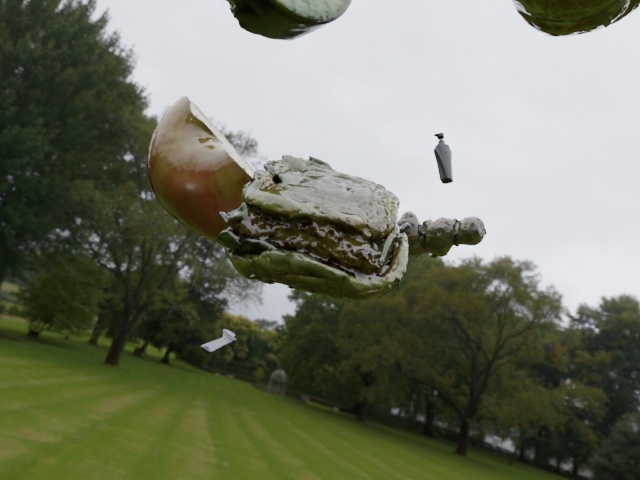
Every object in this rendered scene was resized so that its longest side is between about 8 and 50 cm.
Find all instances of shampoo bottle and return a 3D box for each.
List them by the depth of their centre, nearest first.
[{"bbox_3d":[0.307,-0.207,1.428,0.048,0.137,0.027,7,-26,-18],"label":"shampoo bottle"}]

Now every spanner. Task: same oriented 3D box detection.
[{"bbox_3d":[-0.225,0.225,1.276,0.046,0.012,0.208,33,4,7],"label":"spanner"}]

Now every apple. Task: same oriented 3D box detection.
[{"bbox_3d":[-0.200,-0.095,1.027,0.293,0.163,0.251,51,1,24],"label":"apple"}]

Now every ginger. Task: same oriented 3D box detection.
[{"bbox_3d":[0.261,-0.013,1.262,0.203,0.105,0.080,0,0,10],"label":"ginger"}]

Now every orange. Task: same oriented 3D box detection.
[{"bbox_3d":[0.476,-0.516,0.988,0.249,0.329,0.329,52,6,28],"label":"orange"}]

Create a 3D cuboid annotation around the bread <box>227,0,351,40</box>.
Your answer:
[{"bbox_3d":[-0.089,-0.584,1.126,0.129,0.382,0.366,-6,-36,46],"label":"bread"}]

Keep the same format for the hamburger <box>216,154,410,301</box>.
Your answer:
[{"bbox_3d":[0.000,0.000,0.597,0.183,0.130,0.206,14,24,7],"label":"hamburger"}]
